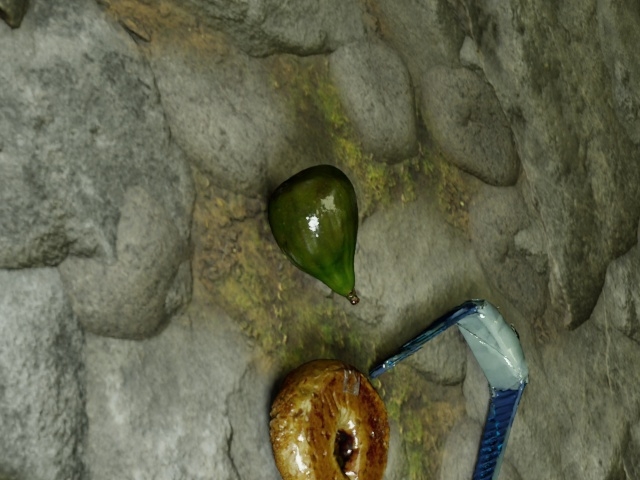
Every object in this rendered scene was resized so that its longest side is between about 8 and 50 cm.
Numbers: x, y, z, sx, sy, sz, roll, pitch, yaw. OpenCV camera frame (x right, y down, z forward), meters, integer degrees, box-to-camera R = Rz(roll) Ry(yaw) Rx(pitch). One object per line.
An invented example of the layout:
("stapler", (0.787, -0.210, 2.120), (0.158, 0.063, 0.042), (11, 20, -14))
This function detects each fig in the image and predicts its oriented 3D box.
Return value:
("fig", (0.000, 0.000, 1.624), (0.117, 0.117, 0.177), (-43, 124, -51))

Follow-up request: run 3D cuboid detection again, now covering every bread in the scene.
("bread", (0.010, 0.225, 1.562), (0.193, 0.064, 0.193), (17, 67, -48))

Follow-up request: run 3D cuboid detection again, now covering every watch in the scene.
("watch", (0.203, 0.230, 1.791), (0.274, 0.068, 0.276), (-32, 100, -52))
